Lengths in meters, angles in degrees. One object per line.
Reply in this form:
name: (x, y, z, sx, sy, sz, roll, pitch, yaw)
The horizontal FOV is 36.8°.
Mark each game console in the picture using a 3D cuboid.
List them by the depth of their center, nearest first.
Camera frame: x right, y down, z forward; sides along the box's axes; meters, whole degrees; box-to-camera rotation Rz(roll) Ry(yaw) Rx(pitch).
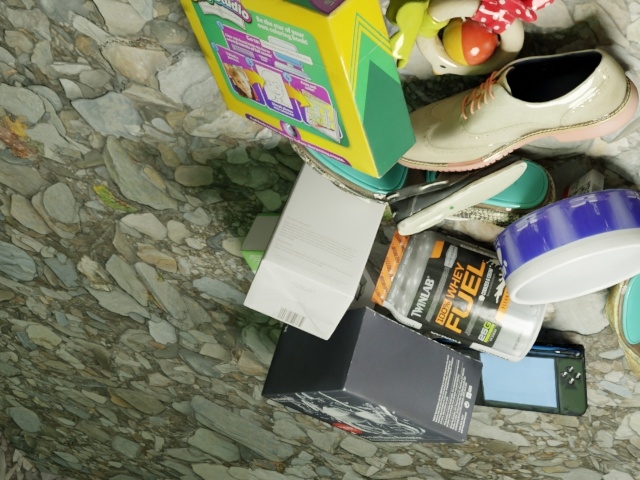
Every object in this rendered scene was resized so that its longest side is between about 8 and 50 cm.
game console: (0.406, 0.292, 2.063, 0.293, 0.173, 0.250, 2, 114, 27)

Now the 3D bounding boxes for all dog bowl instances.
dog bowl: (0.436, 0.015, 1.637, 0.265, 0.104, 0.265, -13, 160, -5)

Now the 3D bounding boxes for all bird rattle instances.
bird rattle: (0.223, -0.328, 1.429, 0.254, 0.143, 0.207, -10, 148, 19)

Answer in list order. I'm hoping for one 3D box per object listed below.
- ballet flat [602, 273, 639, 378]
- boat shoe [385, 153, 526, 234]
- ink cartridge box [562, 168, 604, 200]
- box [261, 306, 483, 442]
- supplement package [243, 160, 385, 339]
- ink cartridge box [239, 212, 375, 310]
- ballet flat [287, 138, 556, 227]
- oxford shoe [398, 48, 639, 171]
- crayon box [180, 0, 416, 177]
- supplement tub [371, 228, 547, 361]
ballet flat: (0.610, 0.163, 1.863, 0.123, 0.123, 0.348, -6, 135, 34)
boat shoe: (0.220, -0.091, 1.562, 0.233, 0.079, 0.084, -24, 158, 3)
ink cartridge box: (0.441, -0.069, 1.668, 0.029, 0.063, 0.115, 30, 145, -13)
box: (0.102, 0.294, 2.023, 0.312, 0.179, 0.343, 28, 157, -24)
supplement package: (0.000, 0.000, 1.796, 0.177, 0.293, 0.175, 23, 145, -2)
ink cartridge box: (-0.019, 0.071, 2.058, 0.198, 0.114, 0.273, 1, 141, 29)
ballet flat: (0.165, -0.110, 1.699, 0.483, 0.164, 0.182, 16, 159, 4)
oxford shoe: (0.271, -0.214, 1.482, 0.397, 0.140, 0.146, -14, 148, 27)
crayon box: (-0.045, -0.292, 1.481, 0.363, 0.106, 0.313, 29, 153, 36)
supplement tub: (0.270, 0.100, 1.874, 0.316, 0.193, 0.193, 19, 145, 4)
